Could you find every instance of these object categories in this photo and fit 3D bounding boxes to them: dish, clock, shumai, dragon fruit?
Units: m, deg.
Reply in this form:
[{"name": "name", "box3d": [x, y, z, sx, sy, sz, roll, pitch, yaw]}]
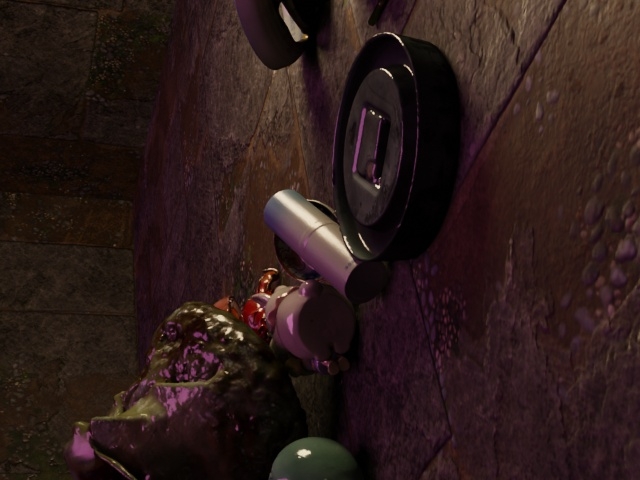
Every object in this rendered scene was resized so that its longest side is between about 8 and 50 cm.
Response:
[{"name": "dish", "box3d": [0.000, 0.000, 1.741, 0.141, 0.078, 0.141, 3, 96, 34]}, {"name": "clock", "box3d": [0.096, -0.127, 1.447, 0.319, 0.066, 0.319, -177, 90, -70]}, {"name": "shumai", "box3d": [-0.248, 0.322, 1.746, 0.395, 0.348, 0.395, 42, 146, 36]}, {"name": "dragon fruit", "box3d": [-0.110, 0.131, 2.040, 0.191, 0.094, 0.094, -93, 16, -49]}, {"name": "dish", "box3d": [-0.056, -0.459, 1.901, 0.273, 0.133, 0.273, -10, -90, -71]}]

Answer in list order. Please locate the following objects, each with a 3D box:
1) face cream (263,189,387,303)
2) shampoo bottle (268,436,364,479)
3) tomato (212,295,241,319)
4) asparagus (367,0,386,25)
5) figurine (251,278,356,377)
[{"name": "face cream", "box3d": [0.003, 0.005, 1.597, 0.250, 0.077, 0.077, 42, 128, 47]}, {"name": "shampoo bottle", "box3d": [-0.031, 0.449, 1.605, 0.222, 0.151, 0.350, -104, 25, -50]}, {"name": "tomato", "box3d": [-0.187, 0.231, 2.069, 0.199, 0.112, 0.228, -105, -5, -54]}, {"name": "asparagus", "box3d": [0.104, -0.378, 1.574, 0.016, 0.016, 0.163, -66, 6, -31]}, {"name": "figurine", "box3d": [-0.032, 0.140, 1.710, 0.155, 0.127, 0.235, 60, 161, -9]}]
